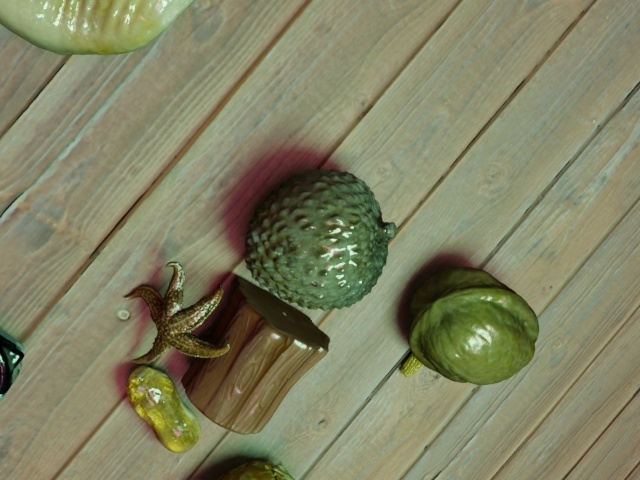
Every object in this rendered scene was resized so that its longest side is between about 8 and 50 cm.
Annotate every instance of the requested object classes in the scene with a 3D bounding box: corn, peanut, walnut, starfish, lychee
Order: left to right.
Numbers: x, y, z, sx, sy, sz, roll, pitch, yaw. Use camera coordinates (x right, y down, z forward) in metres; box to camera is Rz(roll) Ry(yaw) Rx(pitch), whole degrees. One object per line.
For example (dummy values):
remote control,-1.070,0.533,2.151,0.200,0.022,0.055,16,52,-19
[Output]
peanut,-0.296,0.318,1.150,0.087,0.087,0.207,-31,117,-9
starfish,-0.260,0.150,1.066,0.213,0.057,0.238,44,104,17
lychee,0.000,0.000,1.086,0.274,0.255,0.256,-12,114,17
corn,0.213,0.263,1.350,0.037,0.037,0.092,40,93,-26
walnut,0.313,0.185,1.258,0.282,0.228,0.283,-3,136,-3

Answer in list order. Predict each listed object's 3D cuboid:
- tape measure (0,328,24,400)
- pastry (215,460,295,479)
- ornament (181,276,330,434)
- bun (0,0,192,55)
tape measure,-0.595,0.201,0.989,0.181,0.107,0.182,-41,116,-8
pastry,-0.163,0.544,1.221,0.255,0.170,0.237,-34,139,-8
ornament,-0.131,0.218,1.124,0.221,0.235,0.218,36,96,8
bun,-0.327,-0.442,0.823,0.364,0.219,0.366,-8,125,-11
